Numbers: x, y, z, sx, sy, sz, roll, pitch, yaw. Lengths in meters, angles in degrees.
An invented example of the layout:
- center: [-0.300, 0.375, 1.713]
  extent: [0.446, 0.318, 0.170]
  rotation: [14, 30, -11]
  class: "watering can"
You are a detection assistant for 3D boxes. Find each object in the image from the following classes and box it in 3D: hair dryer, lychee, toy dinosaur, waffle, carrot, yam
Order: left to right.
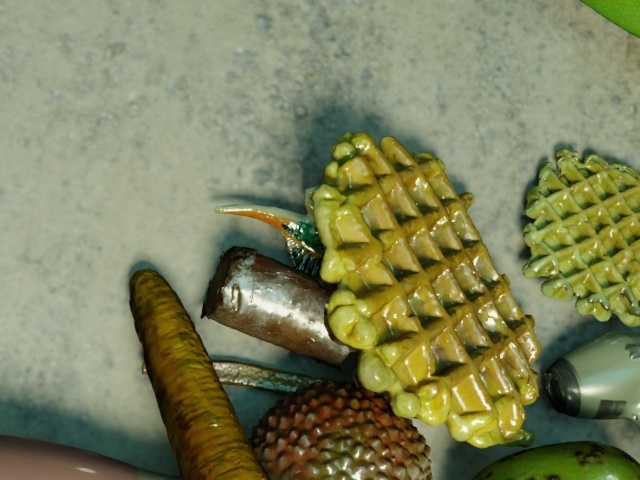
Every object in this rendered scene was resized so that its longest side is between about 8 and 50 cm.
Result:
- center: [-0.107, 0.128, 0.867]
  extent: [0.066, 0.066, 0.314]
  rotation: [-16, 48, -18]
  class: "carrot"
- center: [-0.031, 0.061, 0.963]
  extent: [0.141, 0.079, 0.079]
  rotation: [24, 72, -10]
  class: "yam"
- center: [0.000, 0.000, 1.008]
  extent: [0.188, 0.044, 0.106]
  rotation: [-14, 96, -21]
  class: "toy dinosaur"
- center: [0.014, 0.198, 0.907]
  extent: [0.165, 0.197, 0.165]
  rotation: [2, 99, 11]
  class: "lychee"
- center: [0.102, 0.041, 0.952]
  extent: [0.282, 0.058, 0.300]
  rotation: [14, 55, -47]
  class: "waffle"
- center: [0.284, -0.005, 1.074]
  extent: [0.169, 0.036, 0.183]
  rotation: [24, 61, -2]
  class: "waffle"
- center: [0.357, 0.157, 1.010]
  extent: [0.219, 0.088, 0.225]
  rotation: [-29, 59, -26]
  class: "hair dryer"

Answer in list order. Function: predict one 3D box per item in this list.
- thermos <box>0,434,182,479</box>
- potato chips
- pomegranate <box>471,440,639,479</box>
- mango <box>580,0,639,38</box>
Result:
- center: [-0.208, 0.228, 0.825]
  extent: [0.265, 0.176, 0.145]
  rotation: [6, 96, -13]
  class: "thermos"
- center: [-0.059, 0.124, 0.961]
  extent: [0.204, 0.037, 0.026]
  rotation: [10, 82, -11]
  class: "potato chips"
- center: [0.208, 0.284, 0.884]
  extent: [0.211, 0.263, 0.210]
  rotation: [2, 116, 4]
  class: "pomegranate"
- center: [0.339, -0.337, 1.100]
  extent: [0.382, 0.201, 0.225]
  rotation: [35, 92, 7]
  class: "mango"
